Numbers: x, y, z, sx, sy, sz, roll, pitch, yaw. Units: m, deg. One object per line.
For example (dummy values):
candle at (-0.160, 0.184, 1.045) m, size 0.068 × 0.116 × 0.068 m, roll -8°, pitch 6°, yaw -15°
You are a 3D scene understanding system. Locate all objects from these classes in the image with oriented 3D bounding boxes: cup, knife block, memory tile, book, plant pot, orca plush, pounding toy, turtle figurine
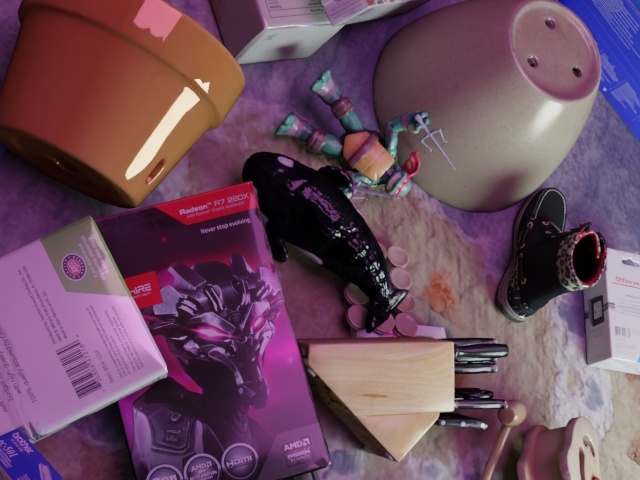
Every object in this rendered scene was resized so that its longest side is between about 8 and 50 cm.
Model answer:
cup at (0.280, -0.235, 1.882) m, size 0.331 × 0.237 × 0.331 m, roll 11°, pitch 67°, yaw -27°
knife block at (0.121, 0.162, 1.684) m, size 0.242 × 0.088 × 0.275 m, roll -47°, pitch 107°, yaw -18°
memory tile at (0.082, 0.066, 1.774) m, size 0.113 × 0.012 × 0.148 m, roll 10°, pitch 57°, yaw -24°
book at (0.111, 0.164, 1.762) m, size 0.144 × 0.035 × 0.096 m, roll 6°, pitch 68°, yaw -25°
plant pot at (-0.265, -0.174, 1.536) m, size 0.291 × 0.291 × 0.203 m, roll 31°, pitch 75°, yaw -17°
orca plush at (0.000, 0.000, 1.678) m, size 0.151 × 0.102 × 0.287 m, roll -29°, pitch 96°, yaw 5°
pounding toy at (0.316, 0.344, 1.789) m, size 0.154 × 0.155 × 0.269 m, roll -19°, pitch 92°, yaw -62°
turtle figurine at (0.062, -0.126, 1.785) m, size 0.234 × 0.118 × 0.175 m, roll 38°, pitch 73°, yaw -2°

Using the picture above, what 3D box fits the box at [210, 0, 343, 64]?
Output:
box at (-0.091, -0.420, 1.805) m, size 0.148 × 0.121 × 0.311 m, roll -10°, pitch 77°, yaw -33°

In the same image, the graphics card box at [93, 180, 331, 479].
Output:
graphics card box at (-0.147, 0.131, 1.540) m, size 0.233 × 0.094 × 0.371 m, roll -14°, pitch 80°, yaw -8°

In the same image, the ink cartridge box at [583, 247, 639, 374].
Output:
ink cartridge box at (0.471, 0.111, 1.968) m, size 0.104 × 0.060 × 0.180 m, roll 12°, pitch 67°, yaw -25°

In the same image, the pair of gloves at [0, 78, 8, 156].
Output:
pair of gloves at (-0.468, -0.156, 1.550) m, size 0.198 × 0.023 × 0.159 m, roll 23°, pitch 62°, yaw -22°

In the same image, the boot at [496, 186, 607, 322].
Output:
boot at (0.362, 0.001, 1.874) m, size 0.085 × 0.178 × 0.236 m, roll 32°, pitch 60°, yaw -16°

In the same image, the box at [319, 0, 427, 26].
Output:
box at (0.089, -0.363, 1.831) m, size 0.063 × 0.067 × 0.324 m, roll 65°, pitch 28°, yaw -3°

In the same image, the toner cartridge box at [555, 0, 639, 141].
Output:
toner cartridge box at (0.538, -0.297, 2.097) m, size 0.348 × 0.165 × 0.075 m, roll 52°, pitch 55°, yaw -4°

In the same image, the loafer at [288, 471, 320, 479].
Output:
loafer at (-0.041, 0.314, 1.593) m, size 0.084 × 0.096 × 0.267 m, roll -4°, pitch 66°, yaw -10°

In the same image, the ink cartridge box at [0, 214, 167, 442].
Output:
ink cartridge box at (-0.336, 0.124, 1.412) m, size 0.273 × 0.115 × 0.198 m, roll -26°, pitch 85°, yaw -10°

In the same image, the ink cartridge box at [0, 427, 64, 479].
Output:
ink cartridge box at (-0.312, 0.311, 1.347) m, size 0.046 × 0.207 × 0.097 m, roll -23°, pitch 44°, yaw -34°
